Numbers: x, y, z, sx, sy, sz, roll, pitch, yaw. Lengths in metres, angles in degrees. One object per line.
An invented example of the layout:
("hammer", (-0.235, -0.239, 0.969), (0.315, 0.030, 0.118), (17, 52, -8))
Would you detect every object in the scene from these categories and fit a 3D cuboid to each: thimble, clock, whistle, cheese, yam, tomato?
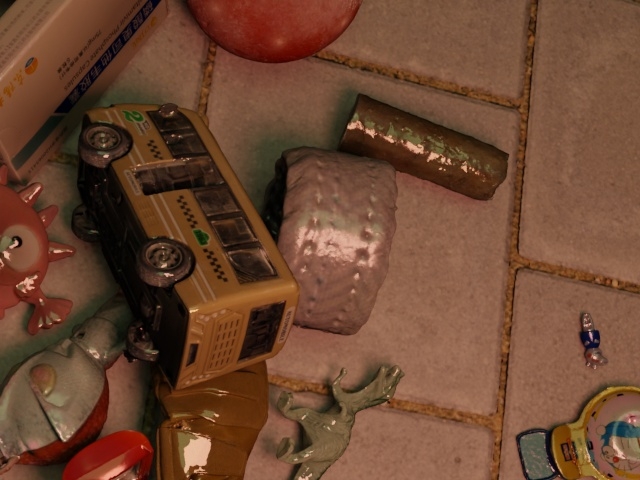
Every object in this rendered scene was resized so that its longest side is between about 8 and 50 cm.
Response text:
("thimble", (0.000, 0.000, 1.645), (0.157, 0.217, 0.245), (12, 90, -10))
("clock", (-0.268, 0.285, 1.510), (0.113, 0.155, 0.061), (-27, 75, -22))
("whistle", (-0.300, 0.161, 1.552), (0.134, 0.142, 0.346), (45, 55, -11))
("cheese", (0.407, 0.293, 1.762), (0.250, 0.064, 0.156), (-11, 77, -7))
("yam", (0.153, -0.131, 1.790), (0.259, 0.093, 0.093), (20, 70, -11))
("tomato", (-0.065, -0.386, 1.723), (0.270, 0.227, 0.270), (5, 71, -14))
("whistle", (0.403, 0.148, 1.819), (0.033, 0.029, 0.083), (-12, 82, 13))

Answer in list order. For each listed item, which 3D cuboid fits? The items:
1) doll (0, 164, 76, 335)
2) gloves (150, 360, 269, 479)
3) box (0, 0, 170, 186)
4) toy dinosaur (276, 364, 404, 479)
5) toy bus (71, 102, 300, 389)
("doll", (-0.423, 0.013, 1.567), (0.211, 0.093, 0.262), (-42, 103, -22))
("gloves", (-0.143, 0.219, 1.572), (0.154, 0.141, 0.331), (9, 72, -13))
("box", (-0.335, -0.258, 1.617), (0.065, 0.200, 0.343), (27, 67, 18))
("toy dinosaur", (-0.038, 0.282, 1.619), (0.383, 0.076, 0.129), (-45, 115, -16))
("toy bus", (-0.180, -0.007, 1.543), (0.202, 0.177, 0.365), (-13, 53, -26))
